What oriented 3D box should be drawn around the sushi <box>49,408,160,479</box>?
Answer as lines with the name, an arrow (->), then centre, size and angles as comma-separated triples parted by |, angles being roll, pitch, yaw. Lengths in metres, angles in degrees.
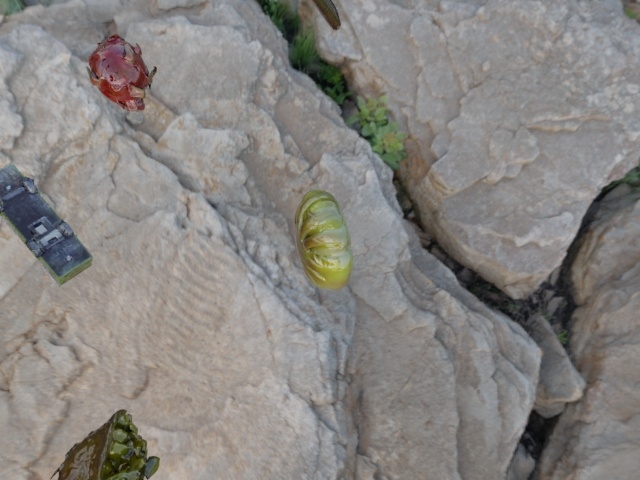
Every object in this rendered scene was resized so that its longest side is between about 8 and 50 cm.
sushi -> -0.358, 0.437, 0.798 | 0.179, 0.167, 0.296 | 9, 49, 0

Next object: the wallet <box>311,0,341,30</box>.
wallet -> -0.030, -0.571, 1.050 | 0.039, 0.243, 0.133 | -27, 69, 21

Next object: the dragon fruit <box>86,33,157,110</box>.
dragon fruit -> -0.443, -0.366, 1.076 | 0.133, 0.136, 0.166 | -30, 107, -54

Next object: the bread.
bread -> 0.000, 0.000, 1.012 | 0.104, 0.213, 0.213 | -14, 79, -6

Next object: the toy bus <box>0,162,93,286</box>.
toy bus -> -0.681, -0.030, 1.172 | 0.113, 0.139, 0.302 | -40, 86, -29
